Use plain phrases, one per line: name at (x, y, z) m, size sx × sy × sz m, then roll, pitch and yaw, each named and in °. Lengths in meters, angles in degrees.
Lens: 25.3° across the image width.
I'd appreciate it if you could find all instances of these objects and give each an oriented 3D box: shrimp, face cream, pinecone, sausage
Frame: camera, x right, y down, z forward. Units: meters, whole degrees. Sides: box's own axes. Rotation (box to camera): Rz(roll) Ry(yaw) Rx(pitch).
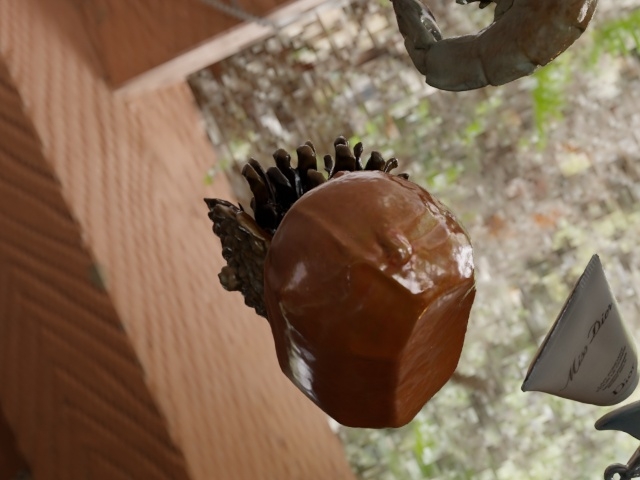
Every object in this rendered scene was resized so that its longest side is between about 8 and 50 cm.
shrimp at (0.165, -0.290, 1.527) m, size 0.085 × 0.360 × 0.247 m, roll 27°, pitch 107°, yaw -41°
face cream at (0.262, 0.107, 1.430) m, size 0.143 × 0.089 × 0.314 m, roll -59°, pitch 155°, yaw -2°
pinecone at (0.002, -0.004, 1.678) m, size 0.264 × 0.264 × 0.264 m, roll -25°, pitch -178°, yaw 1°
sausage at (0.039, 0.047, 1.100) m, size 0.153 × 0.141 × 0.268 m, roll -45°, pitch 161°, yaw -20°

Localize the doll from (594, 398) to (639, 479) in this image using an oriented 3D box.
doll at (0.468, 0.209, 1.624) m, size 0.316 × 0.145 × 0.103 m, roll -24°, pitch -140°, yaw 13°
